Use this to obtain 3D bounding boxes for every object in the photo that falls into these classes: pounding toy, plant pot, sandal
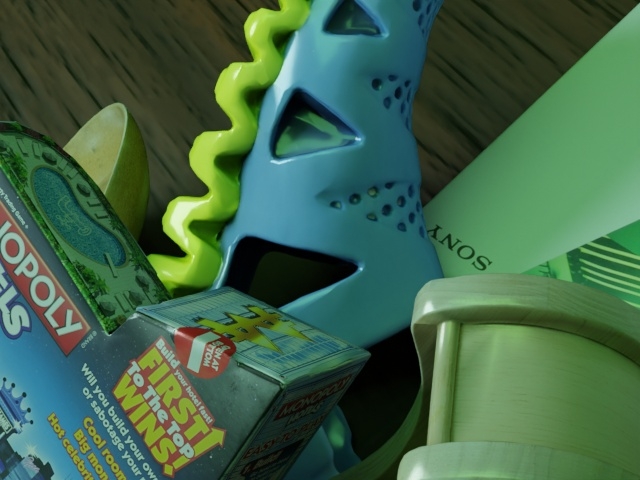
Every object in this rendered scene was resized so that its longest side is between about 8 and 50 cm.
[{"bbox_3d":[0.065,0.121,0.477,0.269,0.154,0.155,-35,35,42],"label":"pounding toy"},{"bbox_3d":[-0.149,0.040,0.710,0.236,0.032,0.236,-49,21,25],"label":"plant pot"},{"bbox_3d":[0.000,0.000,0.645,0.138,0.126,0.317,25,96,9],"label":"sandal"}]

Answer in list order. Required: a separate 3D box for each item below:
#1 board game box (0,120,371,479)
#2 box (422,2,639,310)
[{"bbox_3d":[-0.086,0.059,0.529,0.194,0.060,0.194,-41,76,28],"label":"board game box"},{"bbox_3d":[0.219,-0.038,0.653,0.322,0.058,0.232,-44,48,-11],"label":"box"}]
